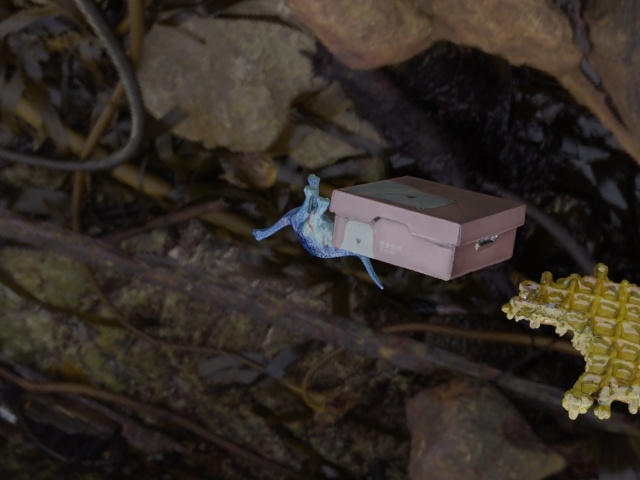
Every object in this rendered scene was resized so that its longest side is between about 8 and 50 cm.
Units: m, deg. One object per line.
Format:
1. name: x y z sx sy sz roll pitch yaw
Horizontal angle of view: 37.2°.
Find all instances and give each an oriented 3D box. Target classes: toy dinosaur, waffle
1. toy dinosaur: -0.002 -0.032 1.644 0.329 0.076 0.144 20 105 40
2. waffle: 0.454 0.147 1.521 0.259 0.293 0.069 -15 136 -14

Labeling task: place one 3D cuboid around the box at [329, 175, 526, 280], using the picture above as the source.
1. box: 0.156 -0.024 1.383 0.215 0.215 0.086 18 109 33
